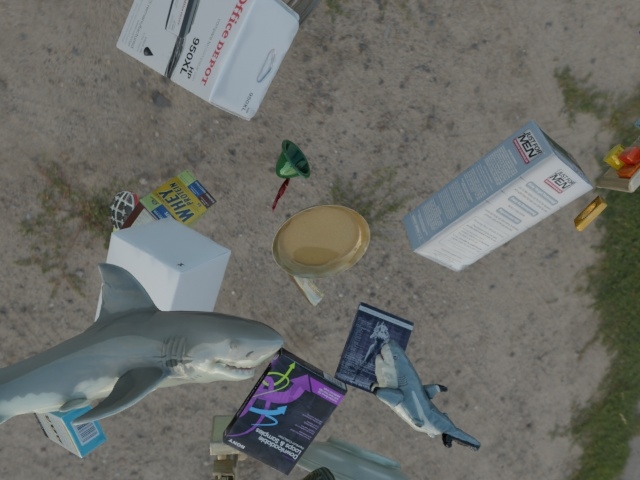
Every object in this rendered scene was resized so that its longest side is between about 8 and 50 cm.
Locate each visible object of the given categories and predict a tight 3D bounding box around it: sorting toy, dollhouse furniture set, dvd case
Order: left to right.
[{"bbox_3d":[-0.210,0.599,1.359,0.161,0.212,0.241,0,115,-7],"label":"dollhouse furniture set"},{"bbox_3d":[0.147,0.299,1.359,0.165,0.018,0.221,22,76,-7],"label":"dvd case"},{"bbox_3d":[0.534,-0.163,0.822,0.047,0.196,0.347,39,105,8],"label":"sorting toy"}]

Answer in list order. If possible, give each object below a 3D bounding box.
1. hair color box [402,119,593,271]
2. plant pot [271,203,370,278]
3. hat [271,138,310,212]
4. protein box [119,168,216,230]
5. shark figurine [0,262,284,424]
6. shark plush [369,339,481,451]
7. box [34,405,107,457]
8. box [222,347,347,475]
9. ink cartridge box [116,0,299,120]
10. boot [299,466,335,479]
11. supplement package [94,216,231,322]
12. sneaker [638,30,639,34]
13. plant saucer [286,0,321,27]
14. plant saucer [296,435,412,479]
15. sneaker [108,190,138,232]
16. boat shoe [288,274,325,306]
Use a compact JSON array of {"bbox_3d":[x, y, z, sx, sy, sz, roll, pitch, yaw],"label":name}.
[{"bbox_3d":[0.398,-0.085,1.164,0.185,0.113,0.374,22,133,-36],"label":"hair color box"},{"bbox_3d":[0.000,0.000,1.188,0.237,0.032,0.236,-8,133,-9],"label":"plant pot"},{"bbox_3d":[-0.160,-0.267,1.952,0.184,0.208,0.173,-32,118,23],"label":"hat"},{"bbox_3d":[-0.462,-0.076,1.513,0.136,0.201,0.200,49,47,-7],"label":"protein box"},{"bbox_3d":[-0.183,0.076,0.376,0.279,0.166,0.116,-9,84,-20],"label":"shark figurine"},{"bbox_3d":[0.128,0.198,0.612,0.067,0.161,0.073,-49,159,-7],"label":"shark plush"},{"bbox_3d":[-0.564,0.397,1.104,0.060,0.244,0.100,-31,106,-42],"label":"box"},{"bbox_3d":[-0.053,0.252,0.729,0.116,0.029,0.162,32,98,-11],"label":"box"},{"bbox_3d":[-0.289,-0.522,1.251,0.166,0.395,0.285,6,115,-60],"label":"ink cartridge box"},{"bbox_3d":[-0.115,0.578,1.015,0.269,0.089,0.236,-41,156,29],"label":"boot"},{"bbox_3d":[-0.340,0.127,1.060,0.175,0.178,0.292,-28,143,-62],"label":"supplement package"},{"bbox_3d":[0.496,-0.286,0.706,0.068,0.071,0.169,-35,107,-47],"label":"sneaker"},{"bbox_3d":[-0.087,-0.621,1.393,0.041,0.278,0.278,40,95,-25],"label":"plant saucer"},{"bbox_3d":[0.108,0.629,1.388,0.401,0.401,0.100,33,67,-33],"label":"plant saucer"},{"bbox_3d":[-0.667,-0.064,1.768,0.118,0.107,0.278,-36,149,-49],"label":"sneaker"},{"bbox_3d":[-0.044,0.110,1.413,0.059,0.063,0.170,-38,118,-11],"label":"boat shoe"}]
